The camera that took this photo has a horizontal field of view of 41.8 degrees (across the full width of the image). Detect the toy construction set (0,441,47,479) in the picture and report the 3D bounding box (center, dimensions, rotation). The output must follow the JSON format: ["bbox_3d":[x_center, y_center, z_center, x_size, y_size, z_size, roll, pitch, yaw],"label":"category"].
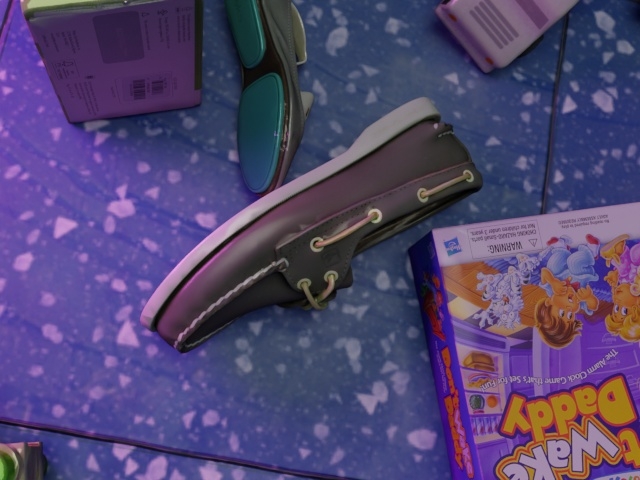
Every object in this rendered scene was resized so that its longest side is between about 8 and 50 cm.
[{"bbox_3d":[-0.321,0.204,0.561,0.327,0.151,0.215,-1,78,-21],"label":"toy construction set"}]

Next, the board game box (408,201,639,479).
[{"bbox_3d":[0.269,0.088,0.708,0.347,0.078,0.233,-8,79,-11],"label":"board game box"}]

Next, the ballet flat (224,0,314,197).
[{"bbox_3d":[-0.036,-0.141,0.718,0.068,0.072,0.213,0,79,-40],"label":"ballet flat"}]

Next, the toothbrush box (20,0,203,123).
[{"bbox_3d":[-0.173,-0.262,0.648,0.122,0.206,0.283,-11,79,-11],"label":"toothbrush box"}]

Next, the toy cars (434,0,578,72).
[{"bbox_3d":[0.300,-0.250,0.753,0.393,0.087,0.176,-7,106,-10],"label":"toy cars"}]

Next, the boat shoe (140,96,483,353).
[{"bbox_3d":[0.001,-0.001,0.669,0.305,0.109,0.091,-36,80,-18],"label":"boat shoe"}]
